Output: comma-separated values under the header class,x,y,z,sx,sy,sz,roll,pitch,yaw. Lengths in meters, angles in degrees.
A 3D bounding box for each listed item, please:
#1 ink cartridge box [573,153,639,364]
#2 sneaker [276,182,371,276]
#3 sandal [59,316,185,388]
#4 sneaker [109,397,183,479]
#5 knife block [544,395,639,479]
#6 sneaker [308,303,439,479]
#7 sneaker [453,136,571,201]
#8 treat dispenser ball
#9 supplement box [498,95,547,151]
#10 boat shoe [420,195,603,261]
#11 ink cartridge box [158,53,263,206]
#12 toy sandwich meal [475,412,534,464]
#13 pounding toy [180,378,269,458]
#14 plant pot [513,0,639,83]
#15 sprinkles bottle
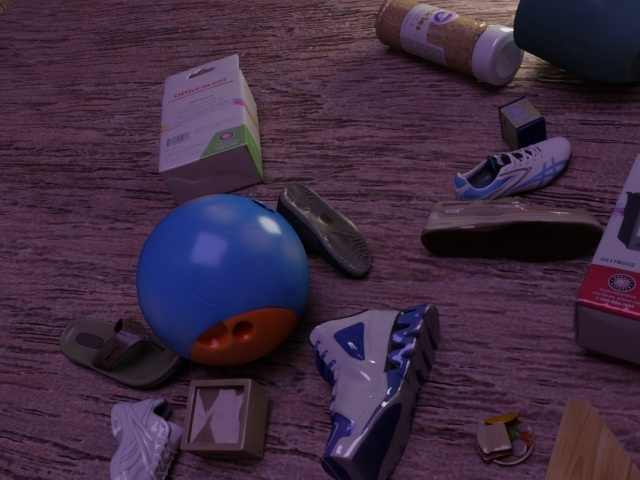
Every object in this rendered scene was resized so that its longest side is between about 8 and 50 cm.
class,x,y,z,sx,sy,sz,roll,pitch,yaw
ink cartridge box,0.524,0.034,1.066,0.226,0.131,0.306,14,57,32
sneaker,0.000,0.000,1.394,0.083,0.118,0.222,-32,71,-34
sandal,-0.372,0.192,1.352,0.302,0.086,0.120,5,52,26
sneaker,-0.269,0.339,1.178,0.115,0.090,0.232,-20,46,-1
knife block,0.300,0.363,0.919,0.242,0.088,0.276,-25,45,-2
sneaker,0.054,0.221,1.140,0.182,0.128,0.316,4,45,30
sneaker,0.355,-0.133,1.354,0.237,0.086,0.085,-26,44,-4
treat dispenser ball,-0.161,0.066,1.239,0.288,0.288,0.288,-12,46,12
supplement box,0.387,-0.214,1.415,0.056,0.083,0.083,-23,46,0
boat shoe,0.324,-0.032,1.263,0.302,0.109,0.098,-2,50,28
ink cartridge box,-0.251,-0.260,1.694,0.207,0.119,0.354,-16,46,8
toy sandwich meal,0.261,0.280,1.053,0.085,0.029,0.086,-12,46,12
pounding toy,-0.158,0.282,1.191,0.141,0.100,0.130,-6,62,21
plant pot,0.560,-0.443,1.425,0.293,0.293,0.235,-39,62,-15
sprinkles bottle,0.280,-0.452,1.652,0.121,0.121,0.355,-41,47,-17
